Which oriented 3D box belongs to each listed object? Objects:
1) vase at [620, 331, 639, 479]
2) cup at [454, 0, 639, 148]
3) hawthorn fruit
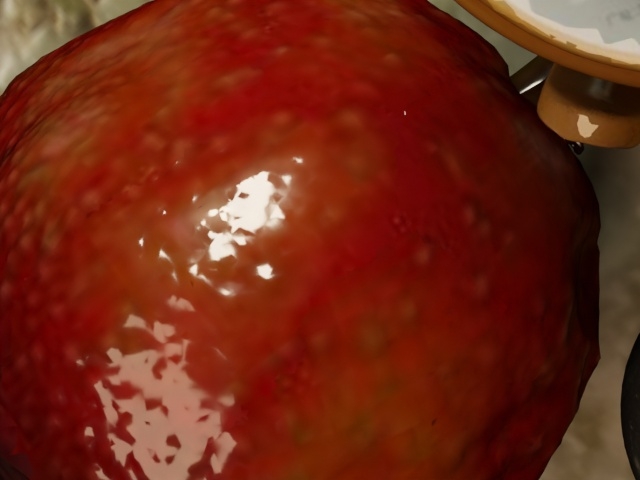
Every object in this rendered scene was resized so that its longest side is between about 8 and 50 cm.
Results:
[{"bbox_3d":[0.142,0.078,0.496,0.120,0.183,0.120,12,120,22],"label":"vase"},{"bbox_3d":[0.099,-0.138,0.376,0.182,0.264,0.226,18,133,10],"label":"cup"},{"bbox_3d":[0.000,0.000,0.523,0.266,0.230,0.210,-43,104,10],"label":"hawthorn fruit"}]
